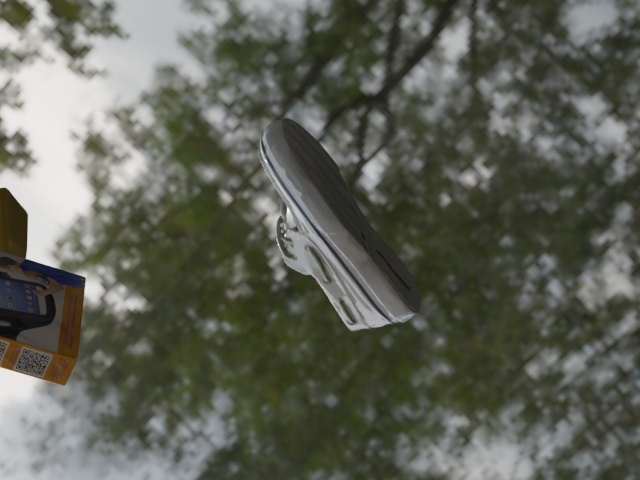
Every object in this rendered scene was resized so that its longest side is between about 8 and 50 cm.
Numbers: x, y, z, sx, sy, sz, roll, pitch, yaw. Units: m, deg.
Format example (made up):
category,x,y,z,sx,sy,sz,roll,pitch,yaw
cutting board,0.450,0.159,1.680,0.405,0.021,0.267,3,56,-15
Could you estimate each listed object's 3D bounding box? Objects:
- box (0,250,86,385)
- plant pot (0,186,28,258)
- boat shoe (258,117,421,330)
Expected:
category,x,y,z,sx,sy,sz,roll,pitch,yaw
box,-0.212,0.035,1.008,0.136,0.028,0.081,20,-147,-17
plant pot,-0.341,0.005,1.674,0.081,0.082,0.083,69,-168,-69
boat shoe,0.000,0.000,1.383,0.226,0.076,0.083,54,-160,-30
